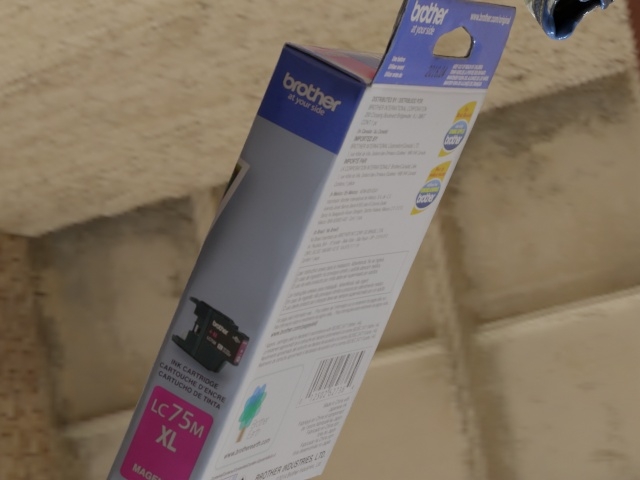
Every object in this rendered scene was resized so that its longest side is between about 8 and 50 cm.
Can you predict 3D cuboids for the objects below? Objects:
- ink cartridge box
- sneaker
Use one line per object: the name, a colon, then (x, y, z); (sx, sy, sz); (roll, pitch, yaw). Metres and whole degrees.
ink cartridge box: (0.000, 0.000, 1.062); (0.065, 0.186, 0.311); (30, -75, 19)
sneaker: (0.196, -0.190, 1.336); (0.135, 0.052, 0.058); (-52, -148, 37)
